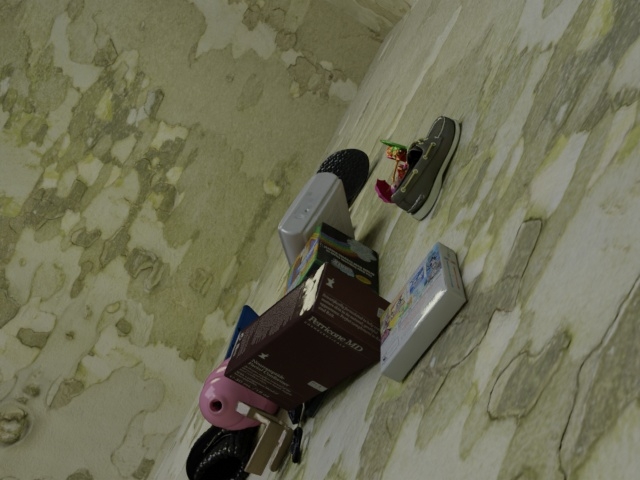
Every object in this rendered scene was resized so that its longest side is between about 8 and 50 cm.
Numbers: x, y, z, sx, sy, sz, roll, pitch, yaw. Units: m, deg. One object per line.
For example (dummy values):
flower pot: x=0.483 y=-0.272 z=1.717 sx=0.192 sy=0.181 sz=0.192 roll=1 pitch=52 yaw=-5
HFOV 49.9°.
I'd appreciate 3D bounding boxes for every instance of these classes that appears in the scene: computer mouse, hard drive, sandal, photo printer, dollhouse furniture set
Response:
computer mouse: x=-0.065 y=0.423 z=1.610 sx=0.242 sy=0.041 sz=0.071 roll=-93 pitch=16 yaw=-65
hard drive: x=0.003 y=0.339 z=1.620 sx=0.135 sy=0.022 sz=0.094 roll=-60 pitch=9 yaw=7
sandal: x=0.031 y=-0.156 z=2.526 sx=0.446 sy=0.167 sz=0.107 roll=-57 pitch=-7 yaw=23
photo printer: x=0.000 y=0.000 z=1.963 sx=0.256 sy=0.107 sz=0.308 roll=-59 pitch=-32 yaw=-35
dollhouse furniture set: x=-0.153 y=0.482 z=1.666 sx=0.151 sy=0.144 sz=0.123 roll=17 pitch=76 yaw=43

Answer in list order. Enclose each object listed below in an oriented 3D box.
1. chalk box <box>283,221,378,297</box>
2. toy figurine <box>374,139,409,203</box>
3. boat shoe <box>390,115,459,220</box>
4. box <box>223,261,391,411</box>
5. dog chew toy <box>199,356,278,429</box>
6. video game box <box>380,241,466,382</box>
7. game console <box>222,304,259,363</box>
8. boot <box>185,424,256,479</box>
chalk box: x=0.022 y=0.118 z=1.686 sx=0.179 sy=0.180 sz=0.289 roll=-56 pitch=9 yaw=25
toy figurine: x=0.212 y=-0.174 z=1.849 sx=0.173 sy=0.130 sz=0.159 roll=27 pitch=103 yaw=56
boat shoe: x=0.252 y=-0.192 z=1.646 sx=0.109 sy=0.091 sz=0.305 roll=-45 pitch=19 yaw=59
box: x=-0.029 y=0.222 z=1.494 sx=0.381 sy=0.191 sz=0.143 roll=-42 pitch=22 yaw=43
dog chew toy: x=-0.224 y=0.417 z=1.854 sx=0.207 sy=0.206 sz=0.332 roll=-61 pitch=-11 yaw=3
video game box: x=0.179 y=0.127 z=1.248 sx=0.205 sy=0.048 sz=0.187 roll=-56 pitch=13 yaw=24
game console: x=-0.261 y=0.410 z=2.298 sx=0.250 sy=0.173 sz=0.293 roll=-50 pitch=18 yaw=47
boot: x=-0.308 y=0.656 z=2.005 sx=0.348 sy=0.131 sz=0.260 roll=-57 pitch=10 yaw=21
